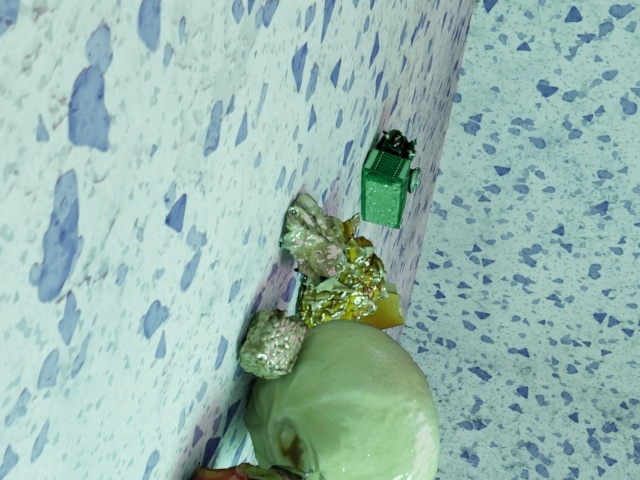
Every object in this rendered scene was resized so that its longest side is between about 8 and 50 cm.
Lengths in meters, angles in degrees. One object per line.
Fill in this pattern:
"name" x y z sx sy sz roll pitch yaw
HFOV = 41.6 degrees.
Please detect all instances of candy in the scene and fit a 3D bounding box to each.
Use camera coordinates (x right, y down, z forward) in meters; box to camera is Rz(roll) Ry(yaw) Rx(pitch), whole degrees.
"candy" -0.076 0.158 1.319 0.085 0.095 0.110 -17 -132 56

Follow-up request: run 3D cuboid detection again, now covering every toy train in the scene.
"toy train" 0.169 -0.145 1.974 0.269 0.115 0.154 86 21 -63

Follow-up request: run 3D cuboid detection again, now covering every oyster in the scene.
"oyster" -0.004 0.004 1.418 0.209 0.072 0.133 73 31 -47

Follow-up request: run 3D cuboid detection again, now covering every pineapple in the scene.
"pineapple" 0.046 0.098 1.638 0.158 0.161 0.335 -57 162 -48

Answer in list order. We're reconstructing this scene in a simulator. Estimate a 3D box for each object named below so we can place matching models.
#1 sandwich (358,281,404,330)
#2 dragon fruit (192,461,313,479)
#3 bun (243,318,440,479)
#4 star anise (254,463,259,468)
"sandwich" 0.147 0.194 2.243 0.058 0.162 0.193 -62 165 -55
"dragon fruit" -0.083 0.468 1.226 0.250 0.291 0.269 100 14 -54
"bun" 0.008 0.313 1.386 0.202 0.364 0.364 -4 114 -46
"star anise" -0.130 0.495 1.657 0.141 0.042 0.141 14 90 -80
